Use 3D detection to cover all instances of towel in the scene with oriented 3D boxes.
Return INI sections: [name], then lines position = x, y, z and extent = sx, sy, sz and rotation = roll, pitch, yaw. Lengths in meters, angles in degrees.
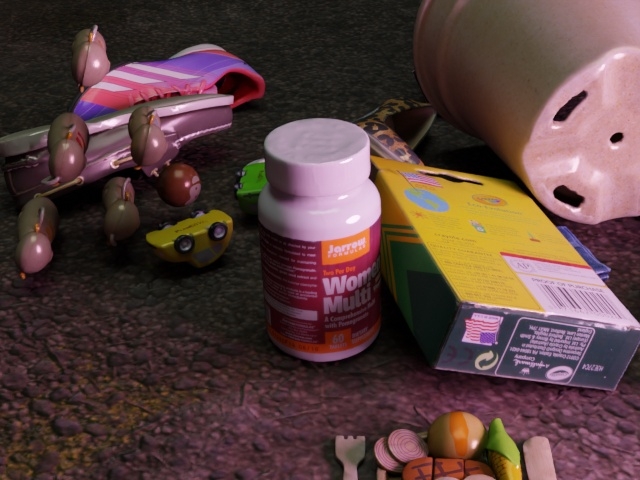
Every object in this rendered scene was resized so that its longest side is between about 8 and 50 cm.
[towel]
position = 0.274, 0.020, 1.227
extent = 0.067, 0.029, 0.119
rotation = -8, 31, -12

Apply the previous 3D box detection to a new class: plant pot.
[plant pot]
position = 0.309, -0.189, 1.314
extent = 0.334, 0.333, 0.305
rotation = -5, 36, -8

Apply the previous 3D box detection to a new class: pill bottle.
[pill bottle]
position = 0.000, 0.000, 1.072
extent = 0.121, 0.221, 0.121
rotation = -2, 32, 1

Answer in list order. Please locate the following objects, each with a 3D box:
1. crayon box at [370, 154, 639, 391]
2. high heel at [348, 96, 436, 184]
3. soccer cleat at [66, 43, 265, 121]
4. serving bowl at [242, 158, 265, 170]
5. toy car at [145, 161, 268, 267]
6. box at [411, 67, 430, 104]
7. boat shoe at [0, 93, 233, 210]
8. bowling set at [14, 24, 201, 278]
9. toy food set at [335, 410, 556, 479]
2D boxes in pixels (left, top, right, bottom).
[crayon box]
position = 0.167, 0.023, 1.120
extent = 0.202, 0.081, 0.318
rotation = 10, 27, -19
[high heel]
position = 0.122, -0.135, 1.414
extent = 0.186, 0.093, 0.261
rotation = -20, 23, -20
[soccer cleat]
position = -0.217, -0.202, 1.544
extent = 0.116, 0.108, 0.318
rotation = 26, 37, 31
[serving bowl]
position = -0.066, -0.087, 1.416
extent = 0.083, 0.027, 0.083
rotation = 0, 29, 0
[toy car]
position = -0.073, -0.033, 1.288
extent = 0.239, 0.053, 0.225
rotation = -6, 25, 6
[box]
position = 0.303, -0.327, 1.661
extent = 0.257, 0.079, 0.322
rotation = -22, 18, 29
[boat shoe]
position = -0.255, -0.123, 1.412
extent = 0.324, 0.096, 0.117
rotation = -18, 14, -30
[bowling set]
position = -0.223, -0.087, 1.231
extent = 0.200, 0.287, 0.154
rotation = 13, 18, -16
[toy food set]
position = 0.109, 0.194, 0.922
extent = 0.192, 0.038, 0.132
rotation = 0, 30, 0
